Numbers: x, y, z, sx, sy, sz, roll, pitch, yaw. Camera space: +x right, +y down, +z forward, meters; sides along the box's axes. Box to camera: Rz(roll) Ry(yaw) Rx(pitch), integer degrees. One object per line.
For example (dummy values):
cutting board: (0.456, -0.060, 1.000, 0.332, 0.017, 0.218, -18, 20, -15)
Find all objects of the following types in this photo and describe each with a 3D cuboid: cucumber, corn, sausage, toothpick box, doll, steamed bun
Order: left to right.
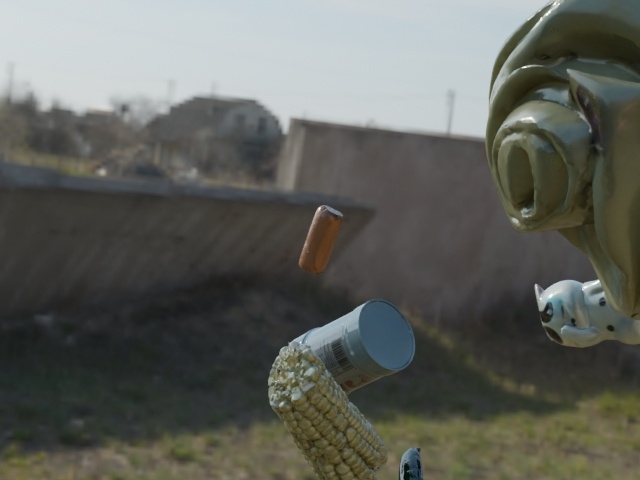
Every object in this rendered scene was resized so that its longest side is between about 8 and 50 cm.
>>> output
sausage: (0.000, 0.000, 1.629, 0.034, 0.083, 0.034, 18, 16, -6)
corn: (0.001, 0.195, 1.472, 0.087, 0.087, 0.211, 9, -31, 38)
toothpick box: (0.037, 0.149, 1.827, 0.101, 0.101, 0.153, 5, -25, -41)
cucumber: (0.116, 0.321, 1.757, 0.033, 0.036, 0.184, 4, 24, -1)
doll: (0.410, 0.105, 2.063, 0.180, 0.110, 0.107, -11, 13, 24)
steamed bun: (0.303, -0.097, 1.368, 0.255, 0.368, 0.342, -13, -21, -28)
